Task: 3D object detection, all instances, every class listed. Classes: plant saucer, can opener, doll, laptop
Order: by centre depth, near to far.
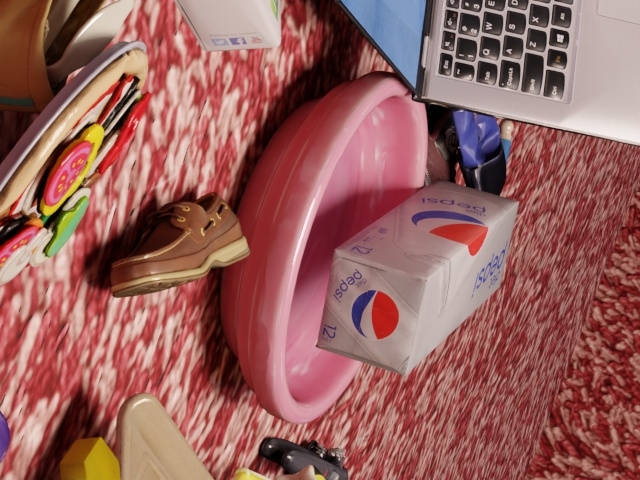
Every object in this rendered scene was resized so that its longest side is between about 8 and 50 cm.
[{"bbox_3d":[0.191,-0.315,1.384,0.236,0.407,0.382,158,-59,-72],"label":"laptop"},{"bbox_3d":[0.000,0.000,1.470,0.332,0.084,0.332,18,90,-72],"label":"plant saucer"},{"bbox_3d":[0.170,-0.090,1.680,0.129,0.046,0.189,-55,141,-41],"label":"doll"},{"bbox_3d":[-0.014,0.239,1.689,0.073,0.059,0.186,-68,161,-11],"label":"can opener"}]

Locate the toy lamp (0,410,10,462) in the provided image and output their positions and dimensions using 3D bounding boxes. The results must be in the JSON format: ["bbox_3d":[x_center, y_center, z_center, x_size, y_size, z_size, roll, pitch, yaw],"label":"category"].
[{"bbox_3d":[-0.211,0.183,1.007,0.080,0.080,0.275,-55,145,-41],"label":"toy lamp"}]

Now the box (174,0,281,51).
[{"bbox_3d":[-0.080,-0.281,0.908,0.322,0.058,0.232,62,27,-66],"label":"box"}]

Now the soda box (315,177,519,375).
[{"bbox_3d":[0.097,0.026,1.494,0.286,0.091,0.098,-32,136,-63],"label":"soda box"}]

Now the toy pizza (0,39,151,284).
[{"bbox_3d":[-0.158,-0.031,0.951,0.201,0.032,0.201,-54,180,0],"label":"toy pizza"}]

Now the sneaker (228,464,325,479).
[{"bbox_3d":[-0.095,0.290,1.441,0.384,0.145,0.147,8,58,-61],"label":"sneaker"}]

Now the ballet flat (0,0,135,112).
[{"bbox_3d":[-0.132,-0.164,0.956,0.232,0.073,0.080,-63,158,-25],"label":"ballet flat"}]

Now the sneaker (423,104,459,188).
[{"bbox_3d":[0.133,-0.073,1.752,0.281,0.106,0.163,26,80,-71],"label":"sneaker"}]

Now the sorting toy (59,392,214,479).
[{"bbox_3d":[-0.132,0.232,1.154,0.307,0.041,0.229,65,21,-51],"label":"sorting toy"}]

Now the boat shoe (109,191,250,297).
[{"bbox_3d":[-0.112,0.002,1.206,0.178,0.064,0.060,-27,102,-66],"label":"boat shoe"}]
